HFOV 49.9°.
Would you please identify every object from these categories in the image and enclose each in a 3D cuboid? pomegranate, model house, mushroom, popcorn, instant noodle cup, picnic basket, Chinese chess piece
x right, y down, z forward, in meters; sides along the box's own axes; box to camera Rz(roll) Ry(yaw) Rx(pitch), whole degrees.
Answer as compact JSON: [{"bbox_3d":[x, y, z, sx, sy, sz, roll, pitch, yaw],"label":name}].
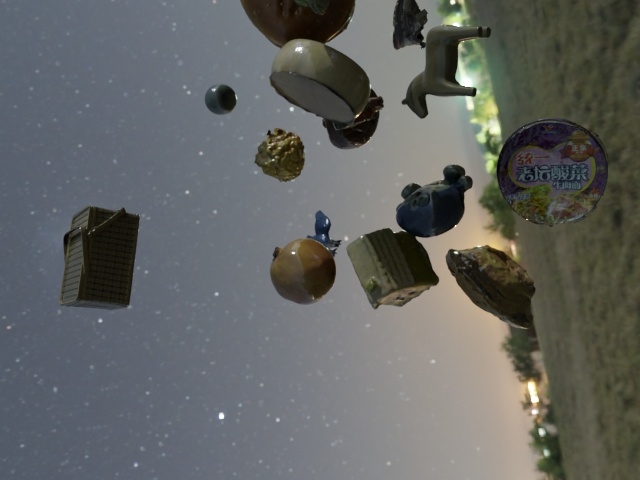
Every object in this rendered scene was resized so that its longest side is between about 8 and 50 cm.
[{"bbox_3d":[-0.051,0.088,1.898,0.191,0.191,0.191,-13,-90,-76],"label":"pomegranate"},{"bbox_3d":[0.184,0.073,1.889,0.234,0.175,0.193,8,-125,-58],"label":"model house"},{"bbox_3d":[0.104,-0.387,2.162,0.231,0.194,0.138,63,-176,-47],"label":"mushroom"},{"bbox_3d":[-0.131,-0.284,2.289,0.180,0.180,0.170,-87,-21,-47],"label":"popcorn"},{"bbox_3d":[0.764,-0.230,2.201,0.266,0.340,0.339,-21,-81,-56],"label":"instant noodle cup"},{"bbox_3d":[-0.697,0.053,2.140,0.175,0.228,0.312,11,-103,-32],"label":"picnic basket"},{"bbox_3d":[-0.001,-0.395,1.721,0.104,0.257,0.257,-66,-23,-9],"label":"Chinese chess piece"}]

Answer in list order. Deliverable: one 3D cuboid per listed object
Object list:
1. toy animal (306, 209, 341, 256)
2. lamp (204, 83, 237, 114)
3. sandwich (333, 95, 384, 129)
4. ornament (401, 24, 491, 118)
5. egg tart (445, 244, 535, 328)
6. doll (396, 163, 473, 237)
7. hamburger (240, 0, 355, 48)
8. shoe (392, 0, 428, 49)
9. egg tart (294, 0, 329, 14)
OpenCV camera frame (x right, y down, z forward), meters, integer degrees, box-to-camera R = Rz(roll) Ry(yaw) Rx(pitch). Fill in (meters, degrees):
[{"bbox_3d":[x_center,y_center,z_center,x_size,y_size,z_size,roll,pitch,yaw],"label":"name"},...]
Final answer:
[{"bbox_3d":[0.000,0.000,2.624,0.176,0.256,0.239,21,-99,-44],"label":"toy animal"},{"bbox_3d":[-0.327,-0.463,2.260,0.105,0.105,0.105,-13,-90,-76],"label":"lamp"},{"bbox_3d":[0.101,-0.364,1.969,0.235,0.159,0.079,-92,-7,-79],"label":"sandwich"},{"bbox_3d":[0.297,-0.412,1.695,0.061,0.245,0.230,-12,-70,-38],"label":"ornament"},{"bbox_3d":[0.537,0.123,2.093,0.352,0.150,0.352,36,-162,-14],"label":"egg tart"},{"bbox_3d":[0.297,-0.096,1.836,0.153,0.228,0.258,66,-154,-4],"label":"doll"},{"bbox_3d":[-0.060,-0.654,1.793,0.314,0.290,0.170,46,-173,-7],"label":"hamburger"},{"bbox_3d":[0.253,-0.611,1.915,0.180,0.092,0.089,89,-161,-45],"label":"shoe"},{"bbox_3d":[-0.035,-0.604,1.576,0.197,0.078,0.197,-13,-90,-69],"label":"egg tart"}]
